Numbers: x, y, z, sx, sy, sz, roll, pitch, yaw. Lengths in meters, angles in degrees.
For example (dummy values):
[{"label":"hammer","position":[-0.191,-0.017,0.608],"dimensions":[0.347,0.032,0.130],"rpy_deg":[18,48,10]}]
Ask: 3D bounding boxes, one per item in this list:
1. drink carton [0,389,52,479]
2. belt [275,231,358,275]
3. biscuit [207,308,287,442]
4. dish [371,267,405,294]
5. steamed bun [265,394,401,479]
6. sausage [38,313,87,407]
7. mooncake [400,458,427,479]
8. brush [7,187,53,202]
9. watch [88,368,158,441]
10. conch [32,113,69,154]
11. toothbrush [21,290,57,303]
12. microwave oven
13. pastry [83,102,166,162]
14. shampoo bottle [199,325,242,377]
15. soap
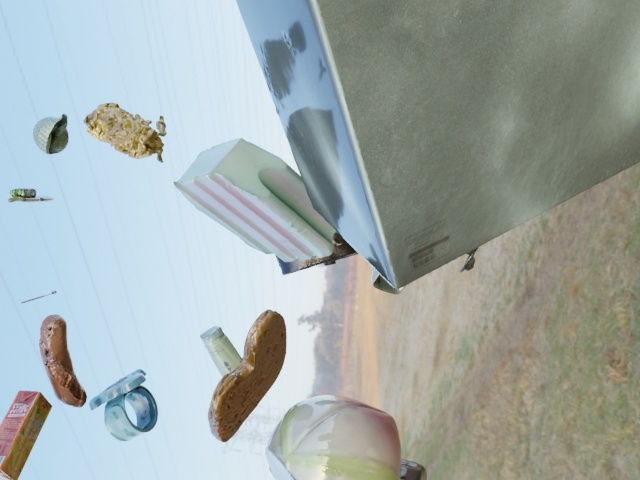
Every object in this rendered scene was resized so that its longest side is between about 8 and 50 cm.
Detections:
[{"label":"drink carton","position":[-0.840,0.540,1.390],"dimensions":[0.096,0.071,0.222],"rpy_deg":[88,-175,-46]},{"label":"belt","position":[0.000,0.000,1.530],"dimensions":[0.184,0.290,0.163],"rpy_deg":[143,110,-83]},{"label":"biscuit","position":[-0.174,0.306,1.165],"dimensions":[0.277,0.052,0.262],"rpy_deg":[-49,-28,-36]},{"label":"dish","position":[0.256,0.057,1.619],"dimensions":[0.234,0.154,0.064],"rpy_deg":[-56,43,13]},{"label":"steamed bun","position":[0.053,0.471,1.108],"dimensions":[0.309,0.310,0.308],"rpy_deg":[6,-90,-84]},{"label":"sausage","position":[-0.747,0.359,1.445],"dimensions":[0.079,0.087,0.326],"rpy_deg":[-112,20,-60]},{"label":"mooncake","position":[0.215,0.773,1.441],"dimensions":[0.283,0.142,0.282],"rpy_deg":[7,-90,-68]},{"label":"brush","position":[-0.952,-0.148,1.656],"dimensions":[0.282,0.054,0.048],"rpy_deg":[-161,74,-78]},{"label":"watch","position":[-0.633,0.556,1.677],"dimensions":[0.193,0.211,0.211],"rpy_deg":[62,-172,-1]},{"label":"conch","position":[-0.913,-0.357,1.688],"dimensions":[0.135,0.103,0.153],"rpy_deg":[-87,13,-51]},{"label":"toothbrush","position":[-0.832,0.168,1.483],"dimensions":[0.006,0.097,0.008],"rpy_deg":[48,143,33]},{"label":"microwave oven","position":[0.177,-0.203,0.532],"dimensions":[0.236,0.433,0.374],"rpy_deg":[48,161,58]},{"label":"pastry","position":[-0.557,-0.320,1.477],"dimensions":[0.154,0.250,0.102],"rpy_deg":[-49,-19,-50]},{"label":"shampoo bottle","position":[-0.248,0.328,1.347],"dimensions":[0.212,0.072,0.049],"rpy_deg":[61,-170,-19]},{"label":"soap","position":[-0.091,-0.062,0.777],"dimensions":[0.230,0.145,0.091],"rpy_deg":[41,-124,-33]}]
